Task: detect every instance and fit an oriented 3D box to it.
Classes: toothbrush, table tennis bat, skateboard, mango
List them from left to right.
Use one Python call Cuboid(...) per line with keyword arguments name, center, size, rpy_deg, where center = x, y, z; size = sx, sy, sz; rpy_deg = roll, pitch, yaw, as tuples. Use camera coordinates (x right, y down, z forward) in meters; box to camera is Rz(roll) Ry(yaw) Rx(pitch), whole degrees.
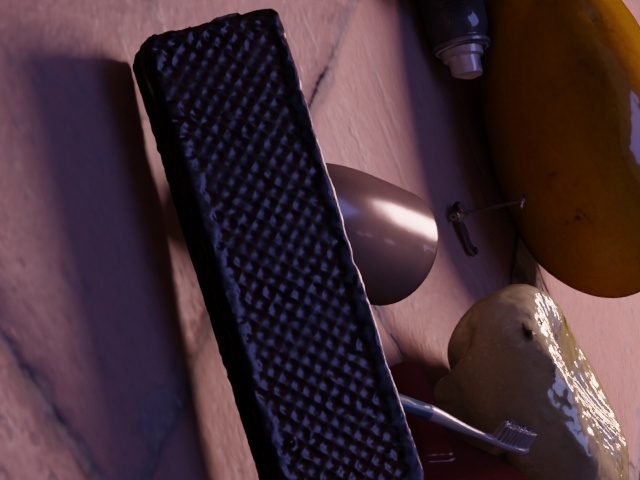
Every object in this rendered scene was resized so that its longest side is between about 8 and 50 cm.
Cuboid(name="toothbrush", center=(0.075, 0.136, 1.264), size=(0.275, 0.025, 0.019), rpy_deg=(21, 22, -30))
Cuboid(name="table tennis bat", center=(0.112, 0.228, 1.274), size=(0.310, 0.200, 0.038), rpy_deg=(-109, -154, -43))
Cuboid(name="skateboard", center=(0.187, -0.019, 1.634), size=(0.064, 0.083, 0.032), rpy_deg=(65, 26, -19))
Cuboid(name="mango", center=(0.301, -0.151, 1.777), size=(0.446, 0.232, 0.300), rpy_deg=(69, 20, 3))

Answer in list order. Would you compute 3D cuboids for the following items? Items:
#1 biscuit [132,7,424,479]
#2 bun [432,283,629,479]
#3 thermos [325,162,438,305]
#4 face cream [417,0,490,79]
Cuboid(name="biscuit", center=(-0.033, 0.025, 1.110), size=(0.073, 0.107, 0.388), rpy_deg=(147, -74, -71))
Cuboid(name="bun", center=(0.196, 0.178, 1.462), size=(0.259, 0.160, 0.259), rpy_deg=(56, 15, -23))
Cuboid(name="thermos", center=(0.000, 0.000, 1.249), size=(0.193, 0.105, 0.137), rpy_deg=(22, 87, -53))
Cuboid(name="face cream", center=(0.137, -0.320, 1.720), size=(0.073, 0.073, 0.283), rpy_deg=(9, 67, -62))
